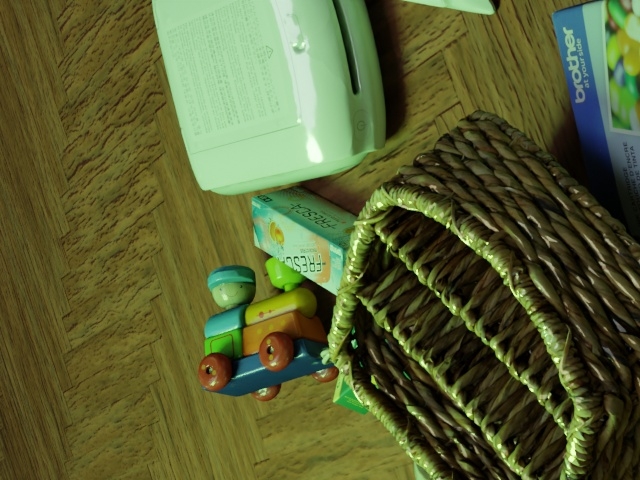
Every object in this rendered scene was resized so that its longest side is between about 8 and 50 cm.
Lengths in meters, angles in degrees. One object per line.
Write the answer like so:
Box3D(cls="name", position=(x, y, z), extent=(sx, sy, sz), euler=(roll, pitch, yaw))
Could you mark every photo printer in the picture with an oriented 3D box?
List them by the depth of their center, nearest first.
Box3D(cls="photo printer", position=(-0.049, -0.184, 1.786), extent=(0.307, 0.107, 0.256), euler=(-10, 95, 61))

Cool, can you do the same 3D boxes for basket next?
Box3D(cls="basket", position=(0.138, 0.072, 1.379), extent=(0.299, 0.223, 0.213), euler=(49, 174, 36))

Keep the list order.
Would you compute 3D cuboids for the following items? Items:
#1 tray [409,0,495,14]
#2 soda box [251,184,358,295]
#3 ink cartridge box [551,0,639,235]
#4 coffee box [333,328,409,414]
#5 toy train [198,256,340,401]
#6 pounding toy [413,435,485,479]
Box3D(cls="tray", position=(0.037, -0.292, 1.514), extent=(0.270, 0.030, 0.145), euler=(51, 164, -31))
Box3D(cls="soda box", position=(0.000, 0.000, 1.838), extent=(0.183, 0.063, 0.058), euler=(29, 129, 53))
Box3D(cls="ink cartridge box", position=(0.271, -0.097, 1.306), extent=(0.311, 0.065, 0.186), euler=(-1, 104, 63))
Box3D(cls="coffee box", position=(0.071, 0.087, 1.720), extent=(0.184, 0.040, 0.113), euler=(133, 154, -59))
Box3D(cls="toy train", position=(-0.023, 0.076, 1.911), extent=(0.248, 0.105, 0.143), euler=(-21, 66, 34))
Box3D(cls="pounding toy", position=(0.163, 0.178, 1.481), extent=(0.269, 0.154, 0.155), euler=(24, 131, 35))
